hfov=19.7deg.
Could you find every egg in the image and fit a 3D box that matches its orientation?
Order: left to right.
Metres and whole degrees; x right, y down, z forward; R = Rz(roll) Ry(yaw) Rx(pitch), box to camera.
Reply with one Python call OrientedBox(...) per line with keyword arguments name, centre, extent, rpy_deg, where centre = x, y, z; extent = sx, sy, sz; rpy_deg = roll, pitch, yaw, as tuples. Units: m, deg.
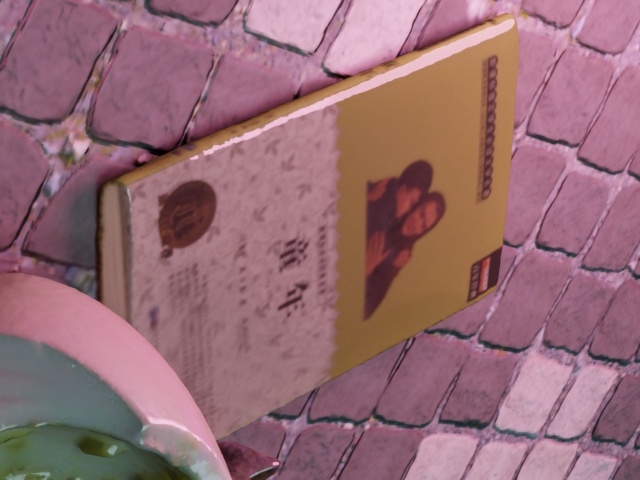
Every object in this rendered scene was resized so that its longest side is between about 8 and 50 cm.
OrientedBox(name="egg", centre=(-0.193, 0.103, 1.013), extent=(0.271, 0.206, 0.162), rpy_deg=(-14, 99, -13))

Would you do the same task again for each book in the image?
OrientedBox(name="book", centre=(0.000, 0.000, 1.252), extent=(0.352, 0.035, 0.239), rpy_deg=(-25, 133, -33))

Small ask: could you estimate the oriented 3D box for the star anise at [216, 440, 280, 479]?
OrientedBox(name="star anise", centre=(-0.132, 0.191, 1.176), extent=(0.212, 0.073, 0.197), rpy_deg=(-26, 174, -33))
